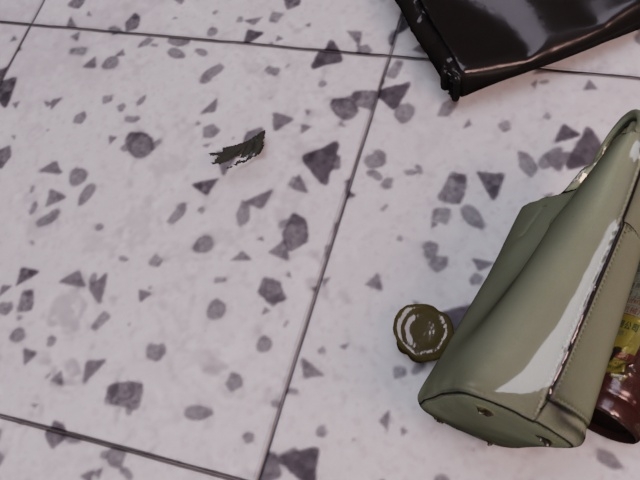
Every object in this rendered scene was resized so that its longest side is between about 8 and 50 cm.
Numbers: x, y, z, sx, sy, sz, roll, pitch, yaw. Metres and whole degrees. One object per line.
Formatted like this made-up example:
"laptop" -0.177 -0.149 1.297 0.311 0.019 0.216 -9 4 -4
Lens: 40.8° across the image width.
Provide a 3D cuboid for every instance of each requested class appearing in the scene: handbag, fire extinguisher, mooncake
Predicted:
"handbag" 0.189 0.014 0.718 0.109 0.241 0.315 23 74 -3
"handbag" 0.211 -0.279 0.952 0.247 0.080 0.223 -22 67 0
"fire extinguisher" 0.308 0.063 0.759 0.252 0.106 0.075 -55 22 -17
"mooncake" -0.001 -0.008 0.871 0.150 0.057 0.346 -19 56 -10
